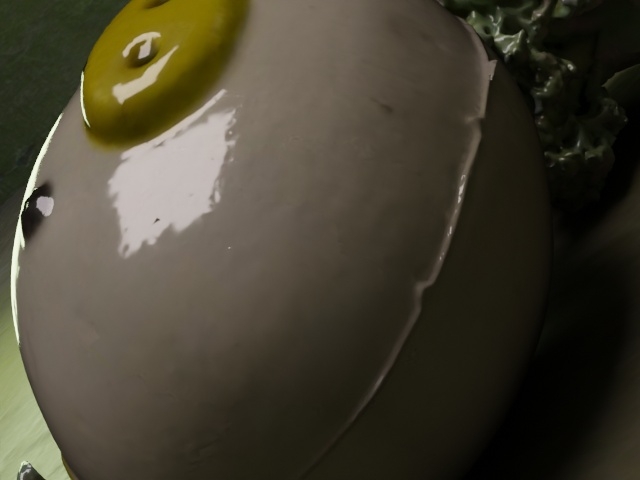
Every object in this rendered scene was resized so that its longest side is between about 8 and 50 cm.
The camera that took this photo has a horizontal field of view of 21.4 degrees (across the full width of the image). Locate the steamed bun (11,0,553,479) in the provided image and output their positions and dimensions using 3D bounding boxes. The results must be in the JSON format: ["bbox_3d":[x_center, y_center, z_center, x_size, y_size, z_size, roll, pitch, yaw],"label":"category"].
[{"bbox_3d":[-0.021,0.008,0.993,0.334,0.334,0.374,-36,25,35],"label":"steamed bun"}]

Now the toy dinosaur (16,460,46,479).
[{"bbox_3d":[-0.344,0.265,1.636,0.393,0.092,0.205,-1,39,50],"label":"toy dinosaur"}]

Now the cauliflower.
[{"bbox_3d":[0.184,-0.161,1.150,0.315,0.256,0.239,-5,27,21],"label":"cauliflower"}]
